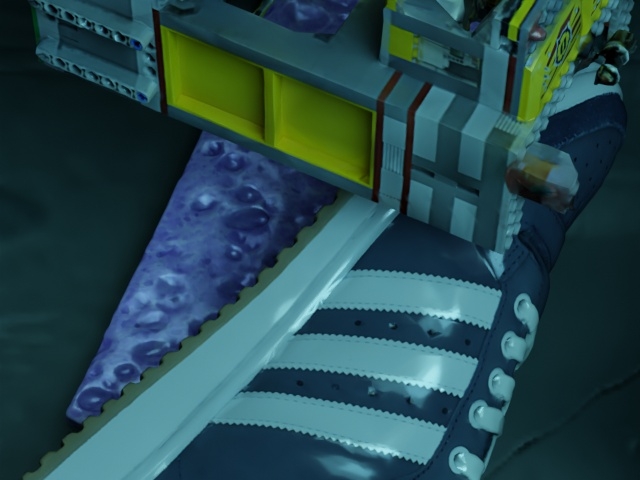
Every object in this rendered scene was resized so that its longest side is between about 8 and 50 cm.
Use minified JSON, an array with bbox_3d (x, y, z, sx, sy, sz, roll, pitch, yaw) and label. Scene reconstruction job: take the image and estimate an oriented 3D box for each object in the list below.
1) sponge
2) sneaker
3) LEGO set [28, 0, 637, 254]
[{"bbox_3d":[0.000,0.000,0.708,0.117,0.031,0.210,25,74,-3],"label":"sponge"},{"bbox_3d":[0.035,0.070,0.608,0.282,0.099,0.153,-42,69,-16],"label":"sneaker"},{"bbox_3d":[0.051,-0.161,0.552,0.192,0.255,0.331,23,48,15],"label":"LEGO set"}]
